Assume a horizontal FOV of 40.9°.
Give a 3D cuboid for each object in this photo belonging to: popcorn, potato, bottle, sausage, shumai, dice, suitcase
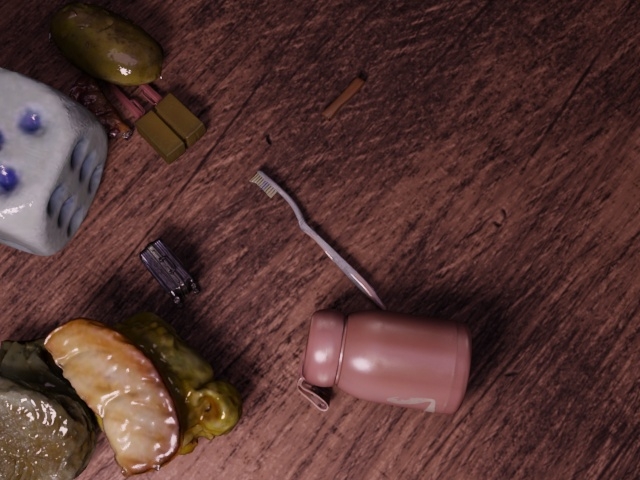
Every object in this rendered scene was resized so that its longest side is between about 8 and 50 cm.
[{"bbox_3d":[-0.296,0.277,1.521,0.286,0.174,0.225,42,90,10],"label":"popcorn"},{"bbox_3d":[-0.417,-0.380,1.689,0.251,0.113,0.149,30,52,1],"label":"potato"},{"bbox_3d":[0.111,0.227,1.562,0.297,0.173,0.206,9,110,-2],"label":"bottle"},{"bbox_3d":[0.047,-0.290,1.746,0.026,0.026,0.116,41,77,6],"label":"sausage"},{"bbox_3d":[-0.489,0.308,1.519,0.225,0.222,0.260,0,113,11],"label":"shumai"},{"bbox_3d":[-0.556,-0.139,1.550,0.263,0.268,0.264,22,76,0],"label":"dice"},{"bbox_3d":[-0.285,0.060,1.612,0.059,0.086,0.126,-40,83,-13],"label":"suitcase"}]

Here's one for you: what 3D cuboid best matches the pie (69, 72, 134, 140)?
[{"bbox_3d":[-0.444,-0.254,1.702,0.092,0.034,0.170,-38,83,-15],"label":"pie"}]

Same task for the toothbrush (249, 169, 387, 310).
[{"bbox_3d":[0.000,0.000,1.674,0.037,0.028,0.375,-44,83,-6],"label":"toothbrush"}]

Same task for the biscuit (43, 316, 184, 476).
[{"bbox_3d":[-0.333,0.245,1.423,0.154,0.045,0.299,-37,79,9],"label":"biscuit"}]

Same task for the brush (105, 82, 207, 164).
[{"bbox_3d":[-0.342,-0.267,1.707,0.103,0.047,0.233,-43,78,-12],"label":"brush"}]
